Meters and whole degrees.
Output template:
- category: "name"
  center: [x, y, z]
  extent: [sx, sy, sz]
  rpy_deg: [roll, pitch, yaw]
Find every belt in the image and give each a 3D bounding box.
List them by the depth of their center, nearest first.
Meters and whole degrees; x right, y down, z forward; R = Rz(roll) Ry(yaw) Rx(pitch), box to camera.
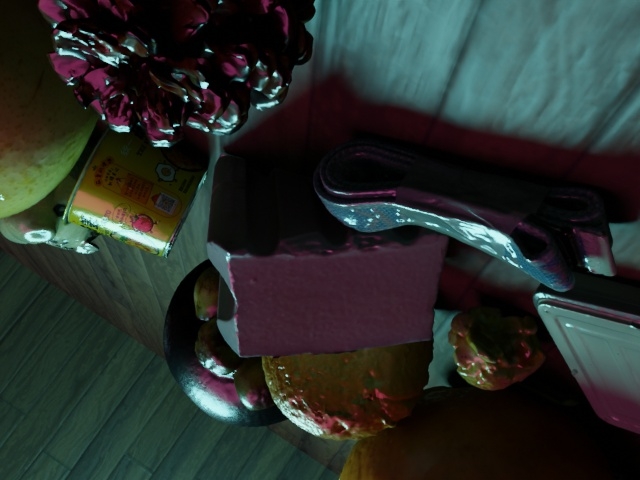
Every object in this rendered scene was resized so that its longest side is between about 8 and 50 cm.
- category: "belt"
  center: [0.122, -0.026, 0.788]
  extent: [0.302, 0.087, 0.072]
  rpy_deg: [19, 152, 38]

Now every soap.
- category: "soap"
  center: [0.000, 0.000, 1.028]
  extent: [0.302, 0.258, 0.159]
  rpy_deg: [-102, 6, -62]

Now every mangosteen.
- category: "mangosteen"
  center: [-0.106, 0.142, 1.287]
  extent: [0.275, 0.275, 0.302]
  rpy_deg: [33, 167, 4]

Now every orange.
- category: "orange"
  center: [0.203, 0.400, 1.162]
  extent: [0.424, 0.424, 0.326]
  rpy_deg: [45, 165, -28]

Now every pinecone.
- category: "pinecone"
  center: [-0.115, -0.174, 0.659]
  extent: [0.221, 0.221, 0.221]
  rpy_deg: [30, 160, 12]

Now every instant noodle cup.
- category: "instant noodle cup"
  center: [-0.245, -0.069, 1.180]
  extent: [0.144, 0.182, 0.182]
  rpy_deg: [27, 161, -7]

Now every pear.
- category: "pear"
  center: [-0.406, -0.177, 1.010]
  extent: [0.309, 0.309, 0.309]
  rpy_deg: [30, 160, 12]

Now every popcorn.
- category: "popcorn"
  center: [0.206, 0.128, 1.005]
  extent: [0.109, 0.097, 0.089]
  rpy_deg: [28, 168, -26]

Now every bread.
- category: "bread"
  center: [0.037, 0.144, 1.120]
  extent: [0.240, 0.240, 0.139]
  rpy_deg: [26, 170, 23]

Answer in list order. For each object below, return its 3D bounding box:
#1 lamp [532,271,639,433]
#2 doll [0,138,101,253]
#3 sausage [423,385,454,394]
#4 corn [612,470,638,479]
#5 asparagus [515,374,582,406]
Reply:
- category: "lamp"
  center: [0.364, 0.140, 0.844]
  extent: [0.266, 0.047, 0.269]
  rpy_deg: [13, 151, 44]
- category: "doll"
  center: [-0.479, -0.114, 1.346]
  extent: [0.349, 0.247, 0.247]
  rpy_deg: [29, 162, -13]
- category: "sausage"
  center: [0.228, 0.312, 1.380]
  extent: [0.112, 0.112, 0.328]
  rpy_deg: [12, 150, 48]
- category: "corn"
  center: [0.391, 0.367, 1.301]
  extent: [0.237, 0.079, 0.079]
  rpy_deg: [15, 153, 50]
- category: "asparagus"
  center: [0.289, 0.191, 1.125]
  extent: [0.108, 0.021, 0.025]
  rpy_deg: [26, 158, 23]
